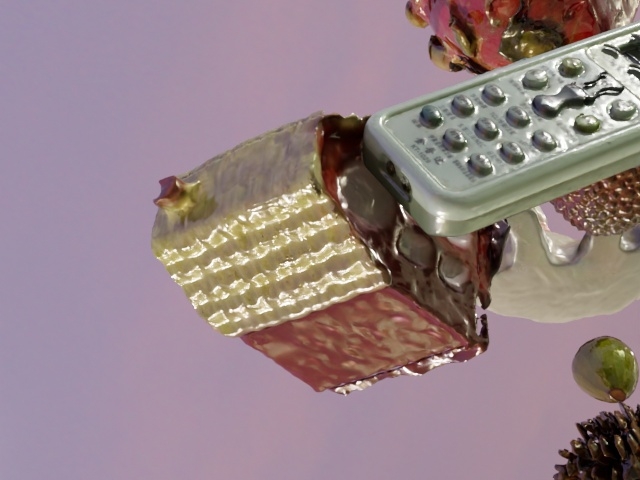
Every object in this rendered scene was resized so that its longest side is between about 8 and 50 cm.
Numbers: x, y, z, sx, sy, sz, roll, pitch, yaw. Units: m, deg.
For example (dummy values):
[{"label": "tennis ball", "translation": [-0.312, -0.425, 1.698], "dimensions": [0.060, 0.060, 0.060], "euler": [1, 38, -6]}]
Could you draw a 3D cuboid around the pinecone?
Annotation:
[{"label": "pinecone", "translation": [0.387, 0.290, 1.613], "dimensions": [0.173, 0.173, 0.174], "euler": [-23, -54, -37]}]

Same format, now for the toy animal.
[{"label": "toy animal", "translation": [0.343, -0.009, 1.738], "dimensions": [0.308, 0.188, 0.266], "euler": [-36, -70, 23]}]

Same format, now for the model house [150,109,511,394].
[{"label": "model house", "translation": [0.000, 0.000, 1.012], "dimensions": [0.254, 0.196, 0.160], "euler": [31, -128, -36]}]

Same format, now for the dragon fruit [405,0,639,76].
[{"label": "dragon fruit", "translation": [0.232, -0.311, 1.531], "dimensions": [0.269, 0.291, 0.250], "euler": [-56, -47, -34]}]

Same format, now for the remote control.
[{"label": "remote control", "translation": [0.199, -0.093, 0.980], "dimensions": [0.335, 0.128, 0.066], "euler": [-21, -44, -22]}]

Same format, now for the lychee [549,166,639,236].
[{"label": "lychee", "translation": [0.344, -0.101, 1.480], "dimensions": [0.165, 0.165, 0.197], "euler": [-10, -75, -43]}]

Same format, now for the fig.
[{"label": "fig", "translation": [0.322, 0.149, 1.392], "dimensions": [0.074, 0.088, 0.074], "euler": [-3, -63, -6]}]
